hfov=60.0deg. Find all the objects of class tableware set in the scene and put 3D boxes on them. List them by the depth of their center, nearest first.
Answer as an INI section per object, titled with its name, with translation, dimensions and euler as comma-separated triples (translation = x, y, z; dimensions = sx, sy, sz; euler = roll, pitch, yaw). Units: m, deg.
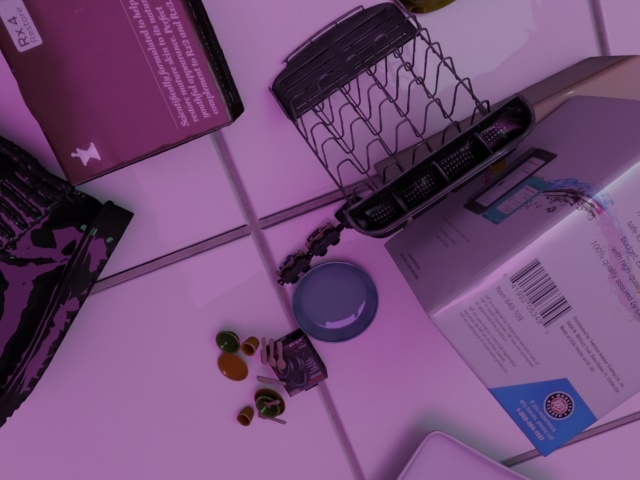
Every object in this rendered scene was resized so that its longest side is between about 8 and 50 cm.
[tableware set]
translation = -0.099, 0.195, 0.766
dimensions = 0.103, 0.024, 0.154
euler = 9, 118, 18

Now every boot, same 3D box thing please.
[boot]
translation = -0.416, 0.038, 0.654
dimensions = 0.260, 0.131, 0.348
euler = 30, 91, -19

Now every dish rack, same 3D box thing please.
[dish rack]
translation = 0.067, -0.150, 0.607
dimensions = 0.208, 0.074, 0.272
euler = -34, 69, 2

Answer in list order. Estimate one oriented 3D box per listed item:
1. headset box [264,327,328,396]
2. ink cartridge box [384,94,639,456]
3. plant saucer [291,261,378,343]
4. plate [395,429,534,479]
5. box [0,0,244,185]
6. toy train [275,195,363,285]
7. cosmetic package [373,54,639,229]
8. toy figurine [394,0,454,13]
[headset box]
translation = -0.032, 0.174, 0.778
dimensions = 0.062, 0.032, 0.083
euler = -28, 105, 4
[ink cartridge box]
translation = 0.243, 0.020, 0.554
dimensions = 0.270, 0.197, 0.198
euler = -38, 107, 7
[plant saucer]
translation = 0.020, 0.083, 0.762
dimensions = 0.119, 0.021, 0.120
euler = -1, 105, -4
[plate]
translation = 0.202, 0.437, 0.843
dimensions = 0.278, 0.045, 0.277
euler = 30, 102, -11
[box]
translation = -0.189, -0.177, 0.576
dimensions = 0.166, 0.203, 0.169
euler = -21, 107, 1
[toy train]
translation = 0.000, 0.000, 0.729
dimensions = 0.158, 0.036, 0.027
euler = -44, 127, 7
[cosmetic package]
translation = 0.242, -0.086, 0.685
dimensions = 0.309, 0.113, 0.160
euler = -27, 107, 3
[toy figurine]
translation = 0.210, -0.366, 0.512
dimensions = 0.362, 0.217, 0.191
euler = -28, 114, 16
